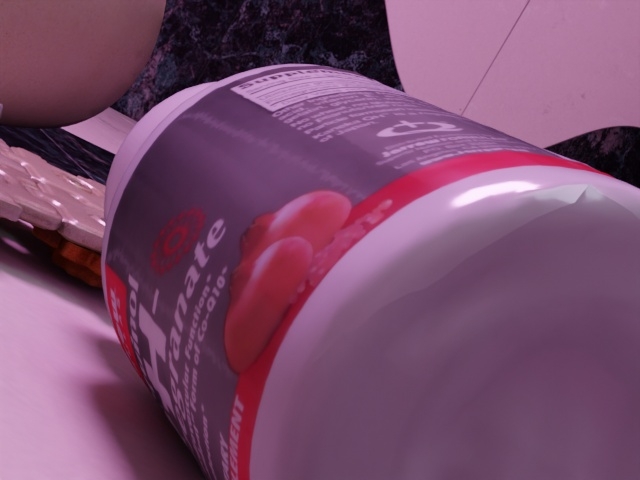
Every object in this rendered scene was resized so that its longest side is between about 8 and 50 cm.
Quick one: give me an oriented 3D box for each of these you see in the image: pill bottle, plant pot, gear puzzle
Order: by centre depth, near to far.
[{"bbox_3d":[0.009,0.023,0.508,0.176,0.176,0.318,29,4,-28],"label":"pill bottle"},{"bbox_3d":[-0.182,-0.020,0.710,0.339,0.044,0.175,25,7,-32],"label":"gear puzzle"},{"bbox_3d":[-0.291,-0.199,0.912,0.256,0.256,0.274,31,19,13],"label":"plant pot"}]

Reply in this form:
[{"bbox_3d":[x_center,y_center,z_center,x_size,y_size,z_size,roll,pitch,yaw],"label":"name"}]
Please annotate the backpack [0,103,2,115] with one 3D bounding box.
[{"bbox_3d":[-0.193,-0.055,0.447,0.152,0.115,0.182,32,5,-13],"label":"backpack"}]
